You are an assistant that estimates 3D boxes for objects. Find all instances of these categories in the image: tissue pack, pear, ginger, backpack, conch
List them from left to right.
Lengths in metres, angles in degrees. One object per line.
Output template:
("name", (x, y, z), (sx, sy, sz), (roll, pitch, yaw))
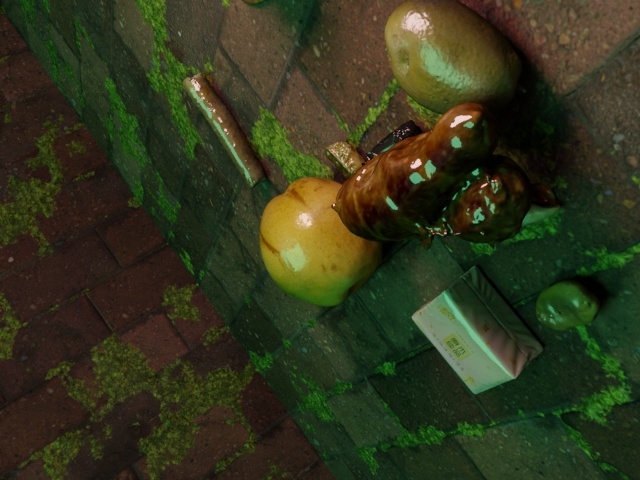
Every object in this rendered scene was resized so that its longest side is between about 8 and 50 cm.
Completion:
("pear", (0.000, 0.000, 1.560), (0.314, 0.314, 0.314), (40, 149, 30))
("backpack", (0.187, -0.151, 1.281), (0.165, 0.105, 0.120), (46, 136, -16))
("ginger", (0.187, -0.070, 1.112), (0.254, 0.176, 0.418), (48, 148, -15))
("tissue pack", (0.331, 0.199, 1.399), (0.225, 0.124, 0.185), (51, 151, 10))
("conch", (0.329, -0.064, 1.150), (0.094, 0.104, 0.176), (19, 165, -30))

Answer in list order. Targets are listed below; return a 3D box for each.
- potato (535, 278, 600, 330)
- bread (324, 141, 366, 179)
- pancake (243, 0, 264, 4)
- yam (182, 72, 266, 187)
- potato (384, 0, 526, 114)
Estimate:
("potato", (0.448, 0.116, 1.170), (0.091, 0.070, 0.138), (56, 152, 4))
("bread", (0.063, -0.185, 1.500), (0.110, 0.060, 0.066), (49, 122, 16))
("pancake", (-0.178, -0.642, 1.430), (0.250, 0.031, 0.250), (38, 149, 28))
("yam", (-0.278, -0.325, 1.899), (0.371, 0.083, 0.083), (57, 154, -5))
("potato", (0.213, -0.285, 1.034), (0.251, 0.159, 0.174), (33, 177, 18))
